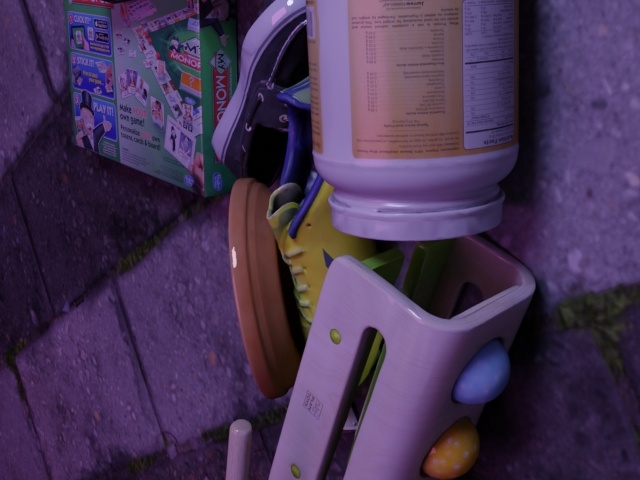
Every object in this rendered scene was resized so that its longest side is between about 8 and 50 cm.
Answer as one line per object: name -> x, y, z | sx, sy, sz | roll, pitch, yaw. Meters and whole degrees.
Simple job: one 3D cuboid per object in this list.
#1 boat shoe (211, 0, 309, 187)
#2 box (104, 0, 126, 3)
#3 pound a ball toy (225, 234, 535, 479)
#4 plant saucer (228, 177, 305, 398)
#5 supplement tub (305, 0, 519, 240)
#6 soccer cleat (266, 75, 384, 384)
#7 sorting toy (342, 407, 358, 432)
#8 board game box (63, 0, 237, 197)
boat shoe -> -0.035, -0.122, 0.864 | 0.076, 0.080, 0.228 | 55, 141, 17
box -> -0.159, -0.333, 0.937 | 0.233, 0.059, 0.183 | 9, 94, 51
pound a ball toy -> 0.033, 0.163, 0.749 | 0.136, 0.208, 0.319 | 37, 129, 30
plant saucer -> -0.041, 0.040, 0.875 | 0.200, 0.037, 0.200 | -9, -90, -83
supplement tub -> 0.064, -0.110, 0.673 | 0.144, 0.144, 0.199 | 16, 113, 50
soccer cleat -> -0.001, -0.001, 0.816 | 0.093, 0.121, 0.289 | 27, 122, 46
sorting toy -> -0.002, 0.156, 0.948 | 0.075, 0.045, 0.083 | 118, 130, -67
board game box -> -0.196, -0.185, 1.085 | 0.317, 0.046, 0.213 | 22, 117, 49
